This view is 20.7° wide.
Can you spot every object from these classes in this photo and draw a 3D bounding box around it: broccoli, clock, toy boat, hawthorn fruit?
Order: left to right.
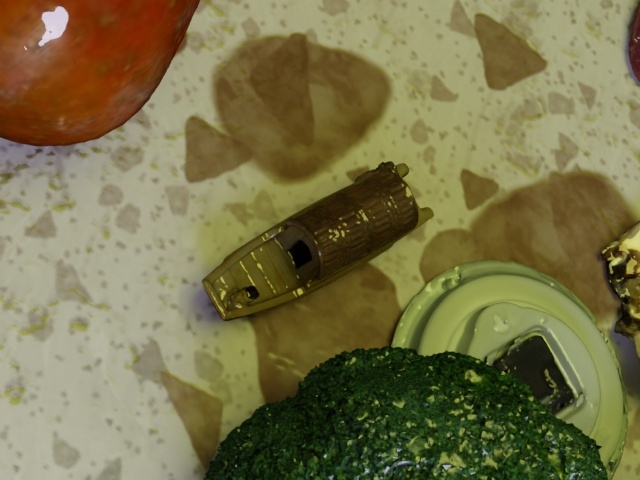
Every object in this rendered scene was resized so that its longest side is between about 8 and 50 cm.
[{"bbox_3d":[-0.219,-0.216,1.288,0.284,0.284,0.284,8,69,-23],"label":"hawthorn fruit"},{"bbox_3d":[0.000,0.000,1.417,0.226,0.088,0.068,-28,87,-31],"label":"toy boat"},{"bbox_3d":[0.063,0.206,1.294,0.308,0.307,0.275,-47,131,-30],"label":"broccoli"},{"bbox_3d":[0.170,0.125,1.476,0.236,0.053,0.236,8,71,-23],"label":"clock"}]

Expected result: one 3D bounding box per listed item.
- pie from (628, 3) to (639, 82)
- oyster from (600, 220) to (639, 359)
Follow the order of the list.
[{"bbox_3d":[0.363,-0.190,1.682,0.153,0.038,0.154,7,72,-22],"label":"pie"},{"bbox_3d":[0.410,0.041,1.602,0.354,0.107,0.201,-26,65,-18],"label":"oyster"}]
